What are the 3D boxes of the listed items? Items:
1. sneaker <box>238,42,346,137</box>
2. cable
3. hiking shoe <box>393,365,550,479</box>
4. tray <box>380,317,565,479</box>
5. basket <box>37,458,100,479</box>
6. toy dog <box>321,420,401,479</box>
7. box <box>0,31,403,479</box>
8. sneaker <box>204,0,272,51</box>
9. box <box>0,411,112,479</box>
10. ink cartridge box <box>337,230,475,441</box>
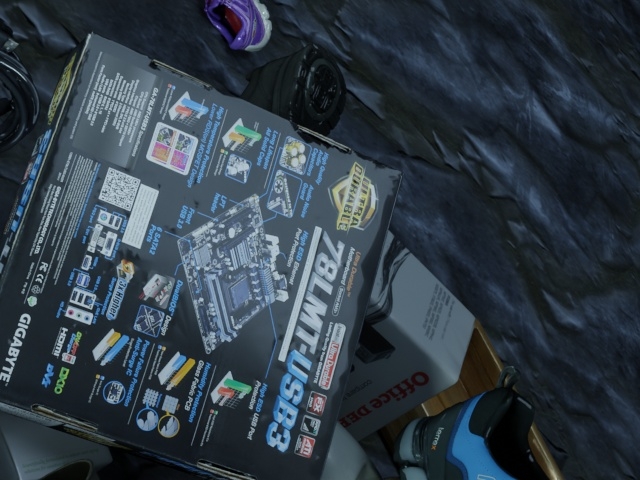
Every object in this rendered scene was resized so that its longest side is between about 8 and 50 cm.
[{"bbox_3d":[-0.069,-0.092,1.549,0.109,0.130,0.286,49,51,-35],"label":"sneaker"},{"bbox_3d":[-0.339,-0.154,1.242,0.184,0.047,0.150,18,54,-49],"label":"cable"},{"bbox_3d":[0.162,0.266,1.160,0.113,0.132,0.304,12,48,-50],"label":"hiking shoe"},{"bbox_3d":[0.199,0.293,1.552,0.203,0.076,0.411,-7,64,-54],"label":"tray"},{"bbox_3d":[-0.175,0.309,0.982,0.204,0.154,0.227,-40,103,-18],"label":"basket"},{"bbox_3d":[-0.052,0.209,1.240,0.334,0.220,0.161,41,72,-11],"label":"toy dog"},{"bbox_3d":[-0.103,0.028,1.090,0.293,0.073,0.295,22,73,-23],"label":"box"},{"bbox_3d":[-0.121,-0.314,1.725,0.071,0.068,0.170,-15,73,-50],"label":"sneaker"},{"bbox_3d":[-0.242,0.157,1.099,0.101,0.087,0.102,-3,62,-53],"label":"box"},{"bbox_3d":[-0.008,0.066,1.383,0.273,0.197,0.114,43,35,-15],"label":"ink cartridge box"}]
